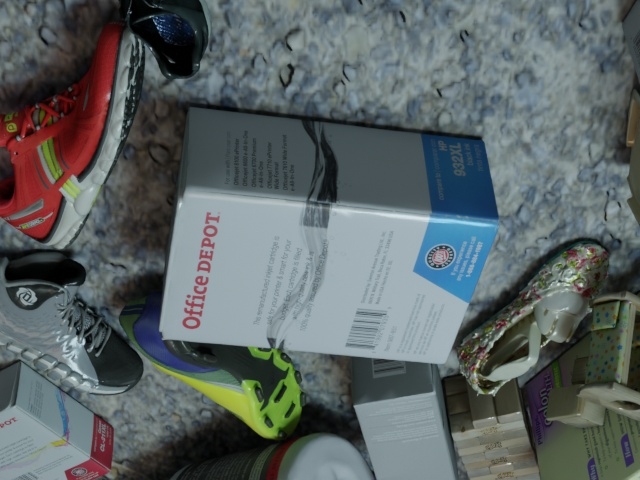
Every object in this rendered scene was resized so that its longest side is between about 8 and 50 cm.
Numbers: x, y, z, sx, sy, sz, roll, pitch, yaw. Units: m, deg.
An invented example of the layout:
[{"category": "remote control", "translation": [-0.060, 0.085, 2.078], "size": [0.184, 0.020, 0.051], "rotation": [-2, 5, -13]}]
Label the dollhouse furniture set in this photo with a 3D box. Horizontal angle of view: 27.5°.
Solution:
[{"category": "dollhouse furniture set", "translation": [0.309, 0.101, 1.453], "size": [0.101, 0.182, 0.161], "rotation": [23, 156, -25]}]

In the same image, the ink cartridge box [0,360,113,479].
[{"category": "ink cartridge box", "translation": [-0.359, 0.238, 1.609], "size": [0.127, 0.072, 0.175], "rotation": [-25, 132, 23]}]

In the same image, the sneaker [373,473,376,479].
[{"category": "sneaker", "translation": [0.035, 0.325, 1.727], "size": [0.170, 0.068, 0.071], "rotation": [4, 130, -6]}]

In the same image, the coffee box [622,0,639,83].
[{"category": "coffee box", "translation": [0.386, -0.234, 1.126], "size": [0.141, 0.098, 0.246], "rotation": [12, 135, -15]}]

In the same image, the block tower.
[{"category": "block tower", "translation": [0.238, 0.288, 1.678], "size": [0.091, 0.097, 0.335], "rotation": [-13, 134, 11]}]

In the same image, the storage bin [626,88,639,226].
[{"category": "storage bin", "translation": [0.440, -0.050, 1.216], "size": [0.262, 0.260, 0.123], "rotation": [-2, 119, -1]}]

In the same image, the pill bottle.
[{"category": "pill bottle", "translation": [-0.095, 0.355, 1.651], "size": [0.318, 0.176, 0.176], "rotation": [-20, 136, 37]}]

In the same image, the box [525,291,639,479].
[{"category": "box", "translation": [0.369, 0.206, 1.507], "size": [0.117, 0.213, 0.243], "rotation": [24, 130, -25]}]

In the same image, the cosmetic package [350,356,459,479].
[{"category": "cosmetic package", "translation": [0.102, 0.210, 1.564], "size": [0.107, 0.127, 0.238], "rotation": [-11, 138, 9]}]

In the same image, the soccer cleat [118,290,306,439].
[{"category": "soccer cleat", "translation": [-0.121, 0.144, 1.531], "size": [0.121, 0.093, 0.289], "rotation": [5, 152, 39]}]

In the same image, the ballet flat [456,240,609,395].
[{"category": "ballet flat", "translation": [0.247, 0.099, 1.489], "size": [0.091, 0.077, 0.241], "rotation": [21, 131, -24]}]

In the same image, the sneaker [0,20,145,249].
[{"category": "sneaker", "translation": [-0.249, -0.099, 1.242], "size": [0.118, 0.107, 0.279], "rotation": [23, 129, -13]}]

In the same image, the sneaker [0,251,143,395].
[{"category": "sneaker", "translation": [-0.273, 0.086, 1.447], "size": [0.228, 0.086, 0.132], "rotation": [27, 127, -26]}]

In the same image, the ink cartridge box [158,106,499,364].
[{"category": "ink cartridge box", "translation": [0.000, 0.000, 1.334], "size": [0.307, 0.129, 0.223], "rotation": [6, 136, -9]}]

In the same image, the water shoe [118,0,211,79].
[{"category": "water shoe", "translation": [-0.147, -0.227, 1.122], "size": [0.073, 0.080, 0.203], "rotation": [-19, 134, 16]}]
